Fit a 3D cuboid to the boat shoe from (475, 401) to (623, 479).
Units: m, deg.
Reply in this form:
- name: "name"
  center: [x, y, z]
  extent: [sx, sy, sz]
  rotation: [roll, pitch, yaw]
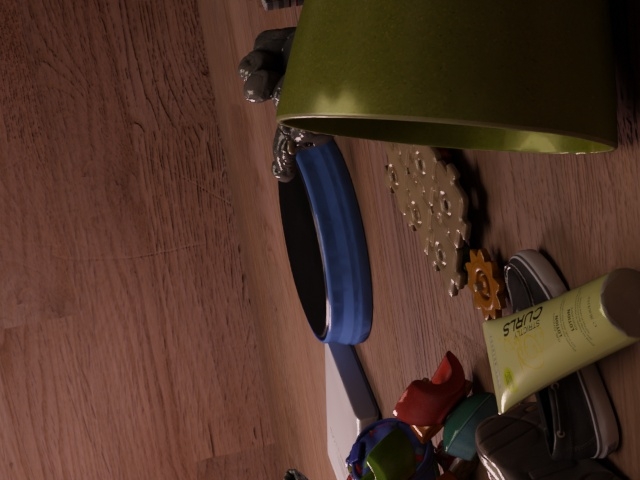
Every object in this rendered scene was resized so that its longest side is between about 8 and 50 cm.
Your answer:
- name: "boat shoe"
  center: [0.242, 0.282, 1.168]
  extent: [0.324, 0.123, 0.116]
  rotation: [-108, 4, -63]

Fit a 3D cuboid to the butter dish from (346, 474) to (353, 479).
- name: "butter dish"
  center: [0.079, 0.469, 2.156]
  extent: [0.160, 0.118, 0.160]
  rotation: [91, 164, -50]

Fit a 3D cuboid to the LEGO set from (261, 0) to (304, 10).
- name: "LEGO set"
  center: [-0.035, -0.459, 1.592]
  extent: [0.331, 0.192, 0.255]
  rotation: [93, 162, -52]

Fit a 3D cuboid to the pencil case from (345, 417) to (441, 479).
- name: "pencil case"
  center: [0.118, 0.387, 1.710]
  extent: [0.119, 0.133, 0.306]
  rotation: [-81, -20, -51]

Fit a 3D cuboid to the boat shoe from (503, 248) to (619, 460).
- name: "boat shoe"
  center: [0.214, 0.112, 1.203]
  extent: [0.080, 0.076, 0.228]
  rotation: [99, 157, -61]

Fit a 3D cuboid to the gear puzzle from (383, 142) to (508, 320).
- name: "gear puzzle"
  center: [0.155, -0.039, 1.471]
  extent: [0.339, 0.044, 0.175]
  rotation: [-116, 20, -45]

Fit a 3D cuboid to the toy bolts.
- name: "toy bolts"
  center: [0.174, 0.248, 1.474]
  extent: [0.158, 0.218, 0.228]
  rotation: [39, 140, 18]

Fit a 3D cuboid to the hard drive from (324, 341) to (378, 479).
- name: "hard drive"
  center: [0.059, 0.368, 2.350]
  extent: [0.233, 0.047, 0.353]
  rotation: [-112, 15, -46]

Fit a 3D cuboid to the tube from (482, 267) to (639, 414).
- name: "tube"
  center: [0.209, 0.089, 1.096]
  extent: [0.062, 0.070, 0.240]
  rotation: [38, 153, -6]

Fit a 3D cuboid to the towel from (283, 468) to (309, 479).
- name: "towel"
  center: [0.062, 0.586, 2.152]
  extent: [0.312, 0.056, 0.324]
  rotation: [49, -175, -32]

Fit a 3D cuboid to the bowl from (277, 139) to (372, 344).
- name: "bowl"
  center: [0.000, 0.000, 2.197]
  extent: [0.391, 0.077, 0.391]
  rotation: [169, 90, -80]

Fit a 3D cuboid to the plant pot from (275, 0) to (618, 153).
- name: "plant pot"
  center: [0.112, -0.229, 0.989]
  extent: [0.275, 0.274, 0.293]
  rotation: [-168, 82, -78]

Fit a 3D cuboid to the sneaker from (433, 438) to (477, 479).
- name: "sneaker"
  center: [0.179, 0.289, 1.659]
  extent: [0.118, 0.042, 0.067]
  rotation: [95, 158, -62]

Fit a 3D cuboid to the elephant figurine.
- name: "elephant figurine"
  center: [-0.014, -0.213, 1.889]
  extent: [0.239, 0.186, 0.169]
  rotation: [53, -130, -49]
